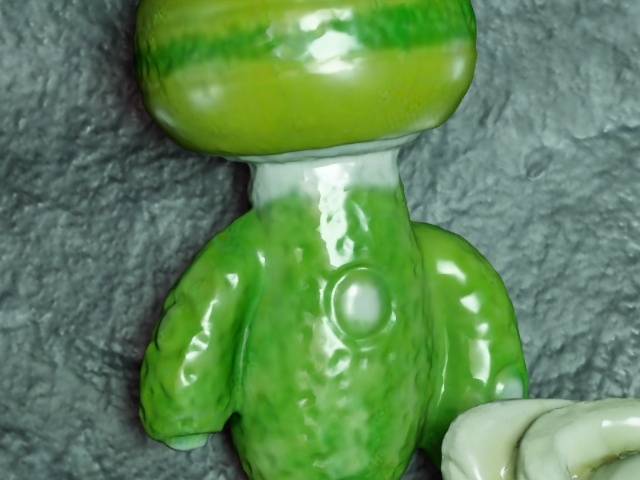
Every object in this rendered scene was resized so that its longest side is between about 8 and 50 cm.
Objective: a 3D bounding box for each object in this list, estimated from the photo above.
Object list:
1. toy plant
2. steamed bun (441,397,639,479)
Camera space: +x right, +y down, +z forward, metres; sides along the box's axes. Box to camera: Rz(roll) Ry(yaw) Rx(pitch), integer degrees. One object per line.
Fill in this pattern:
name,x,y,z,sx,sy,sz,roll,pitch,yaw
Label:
toy plant,0.000,0.000,1.008,0.224,0.184,0.316,-10,96,-21
steamed bun,0.186,0.225,0.966,0.268,0.207,0.280,25,106,38
